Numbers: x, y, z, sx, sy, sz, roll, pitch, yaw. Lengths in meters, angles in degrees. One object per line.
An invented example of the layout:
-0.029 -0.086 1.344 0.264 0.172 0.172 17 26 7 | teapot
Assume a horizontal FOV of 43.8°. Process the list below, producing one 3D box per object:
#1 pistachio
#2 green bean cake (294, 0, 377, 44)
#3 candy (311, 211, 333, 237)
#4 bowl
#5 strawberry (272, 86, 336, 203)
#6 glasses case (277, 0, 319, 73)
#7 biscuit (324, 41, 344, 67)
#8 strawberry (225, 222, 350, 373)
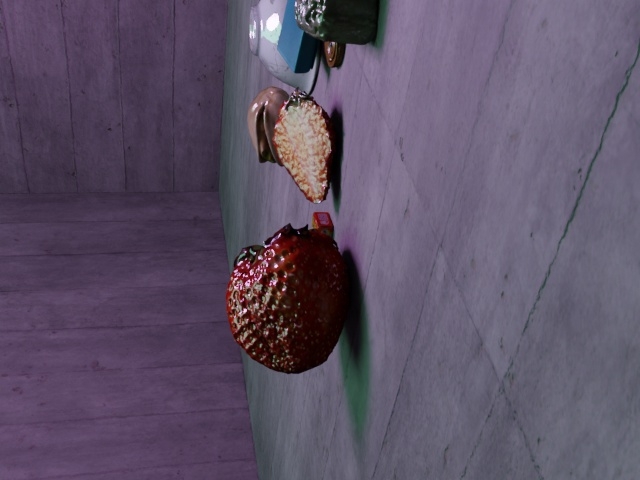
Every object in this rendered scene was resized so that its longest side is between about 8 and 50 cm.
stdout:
-0.126 -0.308 2.149 0.144 0.144 0.215 -113 19 -59 | pistachio
0.030 -0.484 1.451 0.222 0.125 0.227 -121 36 -64 | green bean cake
0.000 0.000 1.817 0.062 0.038 0.122 -109 21 -53 | candy
-0.099 -0.517 1.960 0.313 0.146 0.313 180 90 -78 | bowl
-0.016 -0.214 1.748 0.175 0.106 0.236 21 119 36 | strawberry
-0.020 -0.521 1.724 0.117 0.070 0.301 61 144 41 | glasses case
0.030 -0.446 1.660 0.124 0.026 0.175 -106 19 -47 | biscuit
-0.054 0.127 1.623 0.250 0.238 0.288 -44 56 47 | strawberry
